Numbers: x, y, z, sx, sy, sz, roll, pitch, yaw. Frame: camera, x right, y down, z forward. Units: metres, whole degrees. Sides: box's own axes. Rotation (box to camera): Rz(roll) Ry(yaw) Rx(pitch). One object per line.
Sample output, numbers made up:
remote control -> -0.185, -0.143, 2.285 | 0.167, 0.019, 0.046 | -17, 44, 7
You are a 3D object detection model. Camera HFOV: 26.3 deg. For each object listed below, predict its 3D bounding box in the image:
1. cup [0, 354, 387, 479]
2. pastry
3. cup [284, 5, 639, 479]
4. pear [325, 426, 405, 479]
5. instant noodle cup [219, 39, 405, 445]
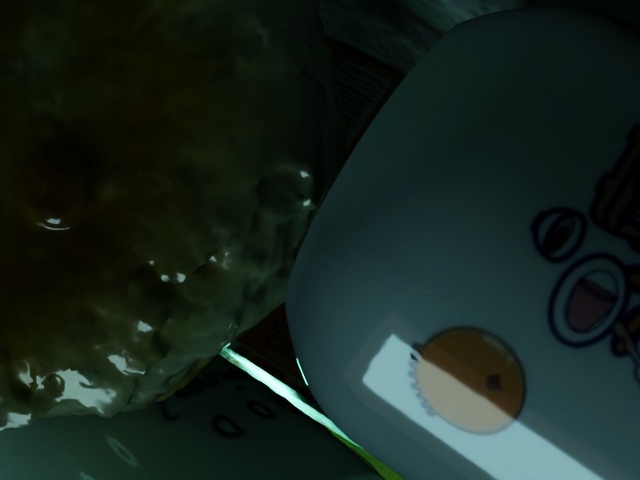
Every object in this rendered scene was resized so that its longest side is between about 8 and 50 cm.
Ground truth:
cup -> -0.077, 0.145, 0.844 | 0.234, 0.186, 0.258 | 38, -157, 30
pastry -> -0.129, -0.051, 0.713 | 0.329, 0.330, 0.136 | 30, -175, 20
cup -> 0.154, 0.056, 0.547 | 0.317, 0.212, 0.212 | 32, 172, 12
pear -> 0.120, 0.157, 1.150 | 0.282, 0.286, 0.176 | 29, 151, 31
instant noodle cup -> 0.000, 0.000, 0.882 | 0.250, 0.192, 0.250 | 33, 172, 5
